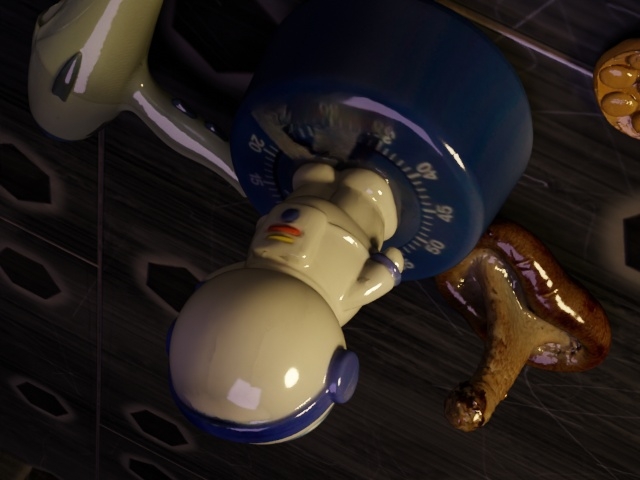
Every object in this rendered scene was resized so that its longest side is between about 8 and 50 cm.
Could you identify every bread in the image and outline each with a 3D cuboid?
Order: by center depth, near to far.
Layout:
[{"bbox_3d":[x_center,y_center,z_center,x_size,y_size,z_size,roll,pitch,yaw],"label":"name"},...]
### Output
[{"bbox_3d":[0.274,-0.123,0.700,0.110,0.024,0.110,19,144,14],"label":"bread"}]

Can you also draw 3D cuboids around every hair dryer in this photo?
[{"bbox_3d":[-0.148,-0.185,0.851,0.298,0.119,0.296,21,135,4],"label":"hair dryer"}]

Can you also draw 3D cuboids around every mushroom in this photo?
[{"bbox_3d":[0.187,0.115,0.878,0.227,0.217,0.148,38,142,-16],"label":"mushroom"}]

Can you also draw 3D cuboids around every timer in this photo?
[{"bbox_3d":[0.000,0.000,0.729,0.270,0.383,0.270,19,143,15],"label":"timer"}]
